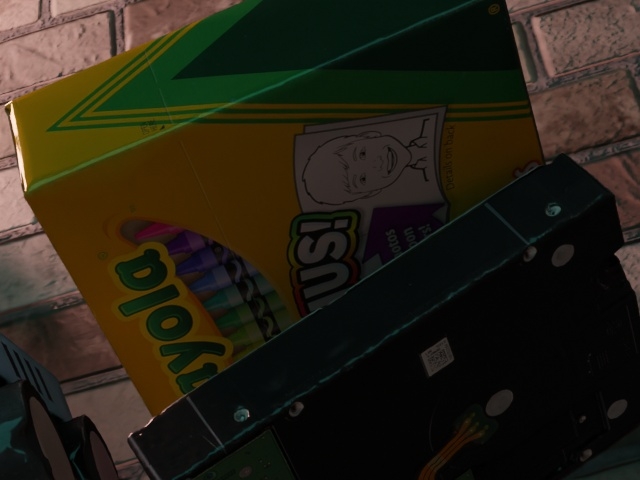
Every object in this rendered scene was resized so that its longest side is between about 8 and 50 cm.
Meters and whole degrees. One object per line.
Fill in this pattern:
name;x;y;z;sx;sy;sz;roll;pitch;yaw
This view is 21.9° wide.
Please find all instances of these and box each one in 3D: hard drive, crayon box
hard drive;0.061;0.119;1.097;0.339;0.237;0.064;-34;45;-10
crayon box;0.000;0.000;1.140;0.313;0.363;0.106;-24;45;-2

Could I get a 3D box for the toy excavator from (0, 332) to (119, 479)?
toy excavator;-0.316;0.071;1.271;0.222;0.433;0.445;-22;73;0
